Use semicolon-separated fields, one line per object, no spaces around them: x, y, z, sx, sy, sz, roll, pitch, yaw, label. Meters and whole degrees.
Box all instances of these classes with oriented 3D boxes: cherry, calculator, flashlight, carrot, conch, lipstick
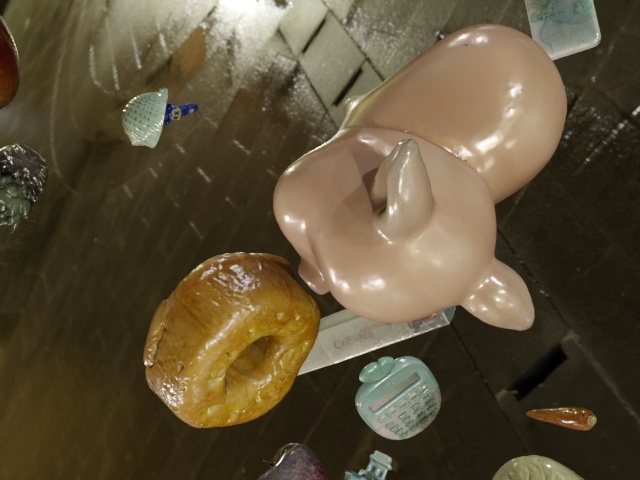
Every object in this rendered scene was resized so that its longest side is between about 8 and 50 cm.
-0.059;0.552;1.453;0.140;0.176;0.176;-44;41;49;cherry
0.172;0.347;1.437;0.184;0.295;0.042;-36;38;-2;calculator
-0.353;-0.329;1.644;0.035;0.121;0.057;23;119;21;flashlight
0.511;0.381;1.394;0.216;0.048;0.048;151;132;-68;carrot
-0.232;-0.163;0.851;0.076;0.057;0.085;49;129;55;conch
0.070;0.171;1.231;0.371;0.076;0.080;-25;10;27;lipstick

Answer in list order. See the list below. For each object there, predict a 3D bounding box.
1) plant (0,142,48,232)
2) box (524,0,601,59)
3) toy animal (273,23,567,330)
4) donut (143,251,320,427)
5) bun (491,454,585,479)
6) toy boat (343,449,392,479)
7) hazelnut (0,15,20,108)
-0.632;-0.111;1.304;0.132;0.129;0.194;-49;26;22;plant
0.550;-0.563;1.495;0.142;0.044;0.285;-14;77;28;box
0.108;-0.065;0.638;0.326;0.237;0.269;-39;34;6;toy animal
-0.104;0.121;0.778;0.114;0.226;0.226;40;106;36;donut
0.400;0.514;1.175;0.229;0.145;0.229;-2;86;28;bun
0.061;0.281;0.759;0.059;0.140;0.066;24;71;19;toy boat
-0.636;-0.321;1.107;0.218;0.234;0.218;-159;90;-88;hazelnut
